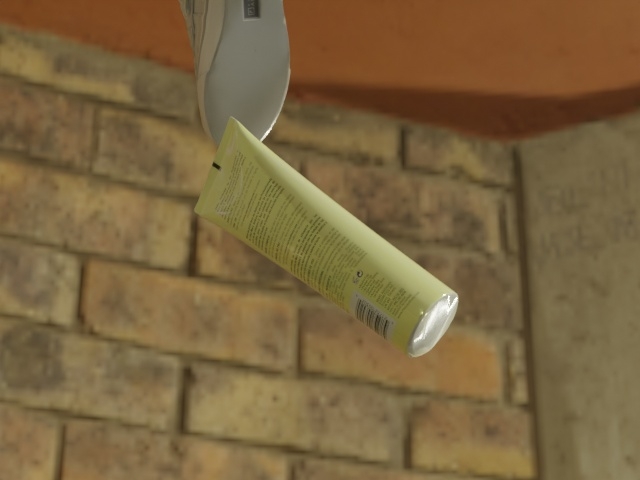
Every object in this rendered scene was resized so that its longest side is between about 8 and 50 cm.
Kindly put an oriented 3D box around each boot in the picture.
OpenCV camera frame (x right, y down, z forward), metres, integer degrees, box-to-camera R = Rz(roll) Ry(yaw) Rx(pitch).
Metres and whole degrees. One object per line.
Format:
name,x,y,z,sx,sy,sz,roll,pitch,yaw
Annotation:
boot,-0.095,-0.222,1.663,0.095,0.258,0.123,-2,15,-28

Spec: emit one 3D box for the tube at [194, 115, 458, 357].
tube,0.000,0.000,1.330,0.240,0.070,0.062,35,-13,25
